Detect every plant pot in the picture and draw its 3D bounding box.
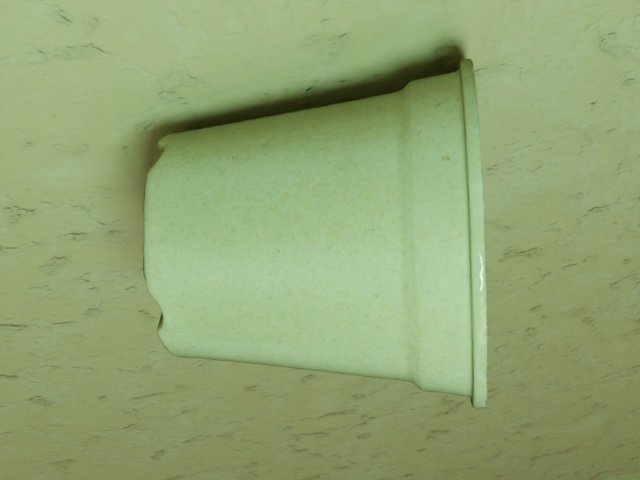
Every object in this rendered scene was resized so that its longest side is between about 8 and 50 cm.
[{"bbox_3d":[0.000,0.000,1.086,0.305,0.334,0.334,-2,151,5],"label":"plant pot"}]
